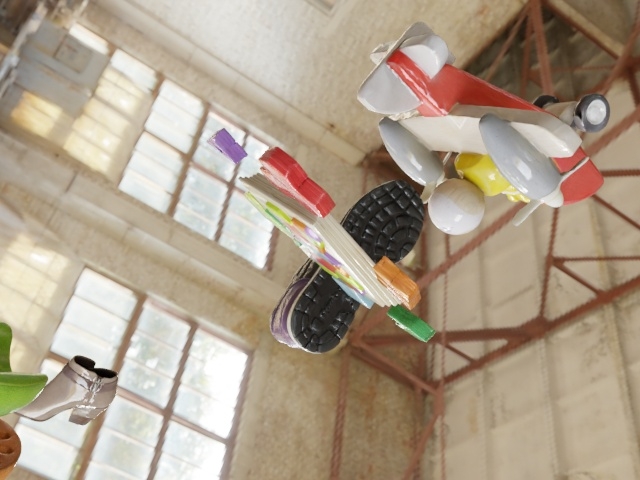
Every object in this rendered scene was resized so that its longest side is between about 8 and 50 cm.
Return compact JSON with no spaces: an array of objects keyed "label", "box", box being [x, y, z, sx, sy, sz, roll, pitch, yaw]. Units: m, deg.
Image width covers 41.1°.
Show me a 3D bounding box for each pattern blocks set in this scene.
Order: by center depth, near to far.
[{"label":"pattern blocks set","box":[0.000,0.000,0.905,0.026,0.325,0.285,-50,-149,-8]}]

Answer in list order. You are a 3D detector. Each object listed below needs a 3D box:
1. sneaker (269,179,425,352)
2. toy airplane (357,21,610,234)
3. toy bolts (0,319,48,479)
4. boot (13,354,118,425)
[{"label":"sneaker","box":[0.025,0.025,1.186,0.283,0.107,0.124,-50,-160,-19]},{"label":"toy airplane","box":[0.218,-0.146,1.277,0.386,0.384,0.272,18,92,-68]},{"label":"toy bolts","box":[-0.352,0.108,0.643,0.228,0.218,0.158,37,-74,43]},{"label":"boot","box":[-0.292,0.166,0.966,0.087,0.118,0.042,-59,-151,24]}]
